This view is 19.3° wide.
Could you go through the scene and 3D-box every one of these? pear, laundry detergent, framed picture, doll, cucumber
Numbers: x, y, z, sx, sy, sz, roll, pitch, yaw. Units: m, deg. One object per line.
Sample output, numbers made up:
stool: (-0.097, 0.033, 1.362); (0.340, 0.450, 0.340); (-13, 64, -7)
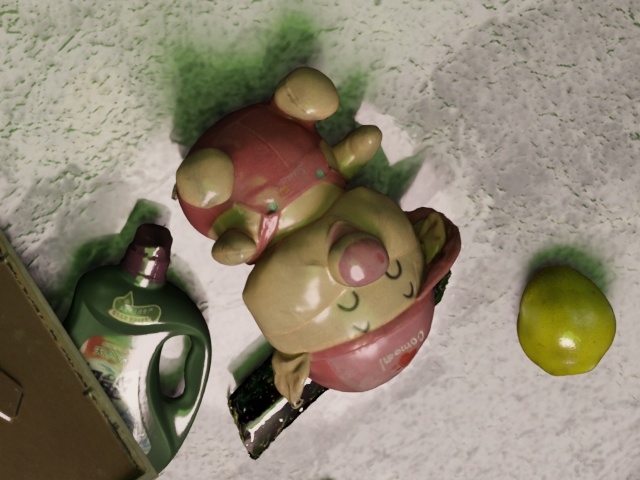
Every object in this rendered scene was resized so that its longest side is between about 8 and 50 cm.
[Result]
pear: (0.216, 0.069, 1.644); (0.092, 0.092, 0.097); (-7, 93, -3)
laundry detergent: (-0.161, 0.093, 1.624); (0.144, 0.078, 0.222); (20, 107, -10)
framed picture: (-0.269, 0.110, 1.501); (0.020, 0.211, 0.289); (-34, 87, 34)
doll: (0.000, 0.001, 1.539); (0.196, 0.152, 0.256); (-35, 97, 8)
cucumber: (0.011, 0.093, 1.649); (0.245, 0.067, 0.067); (-43, 109, 9)
